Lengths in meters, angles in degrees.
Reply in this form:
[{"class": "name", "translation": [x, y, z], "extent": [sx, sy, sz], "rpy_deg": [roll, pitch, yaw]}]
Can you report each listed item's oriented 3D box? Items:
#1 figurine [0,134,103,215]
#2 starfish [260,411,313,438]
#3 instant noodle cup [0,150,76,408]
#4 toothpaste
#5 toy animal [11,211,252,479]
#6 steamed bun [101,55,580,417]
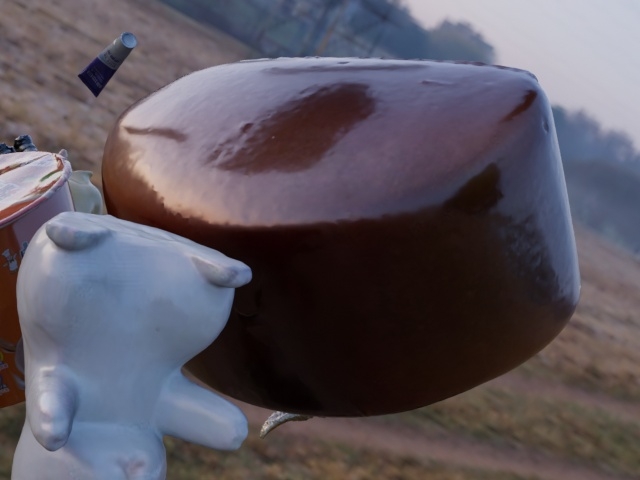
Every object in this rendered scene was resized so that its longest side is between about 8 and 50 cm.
[{"class": "figurine", "translation": [-0.362, -0.067, 1.901], "extent": [0.114, 0.108, 0.196], "rpy_deg": [-18, 55, -26]}, {"class": "starfish", "translation": [0.050, 0.197, 2.057], "extent": [0.084, 0.301, 0.293], "rpy_deg": [61, 13, 0]}, {"class": "instant noodle cup", "translation": [-0.341, 0.044, 1.486], "extent": [0.250, 0.250, 0.192], "rpy_deg": [-137, -153, -63]}, {"class": "toothpaste", "translation": [-0.169, -0.140, 1.157], "extent": [0.024, 0.015, 0.083], "rpy_deg": [50, -39, -6]}, {"class": "toy animal", "translation": [-0.130, 0.121, 0.884], "extent": [0.140, 0.282, 0.138], "rpy_deg": [9, -8, -32]}, {"class": "steamed bun", "translation": [0.000, 0.000, 1.134], "extent": [0.379, 0.235, 0.248], "rpy_deg": [4, 37, 26]}]
